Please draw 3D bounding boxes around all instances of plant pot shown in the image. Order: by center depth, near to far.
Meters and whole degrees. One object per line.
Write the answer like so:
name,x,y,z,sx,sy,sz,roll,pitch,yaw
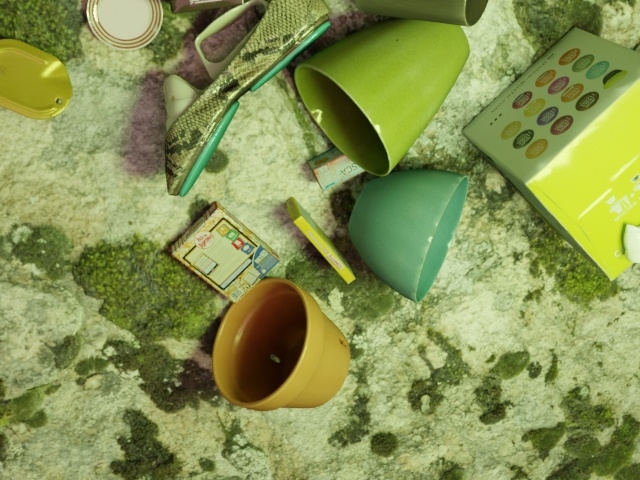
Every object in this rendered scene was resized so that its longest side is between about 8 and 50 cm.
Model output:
plant pot,0.146,-0.327,1.692,0.293,0.274,0.275,-42,119,-12
plant pot,0.175,-0.036,1.834,0.195,0.290,0.290,22,112,16
plant pot,-0.070,0.251,1.897,0.203,0.291,0.291,30,105,-42

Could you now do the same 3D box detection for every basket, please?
basket,0.190,-0.484,1.565,0.154,0.226,0.204,-57,153,-23

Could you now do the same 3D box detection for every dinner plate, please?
dinner plate,-0.372,-0.434,1.620,0.141,0.017,0.141,-6,117,-13

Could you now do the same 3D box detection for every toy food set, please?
toy food set,-0.580,-0.309,1.604,0.217,0.071,0.128,24,83,-26

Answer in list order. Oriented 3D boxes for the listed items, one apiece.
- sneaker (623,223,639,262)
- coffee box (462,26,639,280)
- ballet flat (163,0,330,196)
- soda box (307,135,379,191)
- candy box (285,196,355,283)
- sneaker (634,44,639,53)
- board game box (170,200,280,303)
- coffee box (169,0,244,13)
sneaker,0.707,-0.026,1.693,0.212,0.080,0.094,-17,109,-5
coffee box,0.579,-0.189,1.805,0.337,0.334,0.338,-44,117,8
ballet flat,-0.189,-0.316,1.666,0.182,0.164,0.483,41,94,-5
soda box,0.068,-0.178,1.831,0.183,0.063,0.058,-27,119,0
candy box,0.000,0.000,1.874,0.027,0.105,0.206,-38,118,5
sneaker,0.830,-0.413,1.897,0.255,0.094,0.151,-26,113,-4
board game box,-0.207,0.029,1.868,0.147,0.045,0.193,-43,118,8
coffee box,-0.224,-0.554,1.554,0.141,0.098,0.247,-11,117,-9
